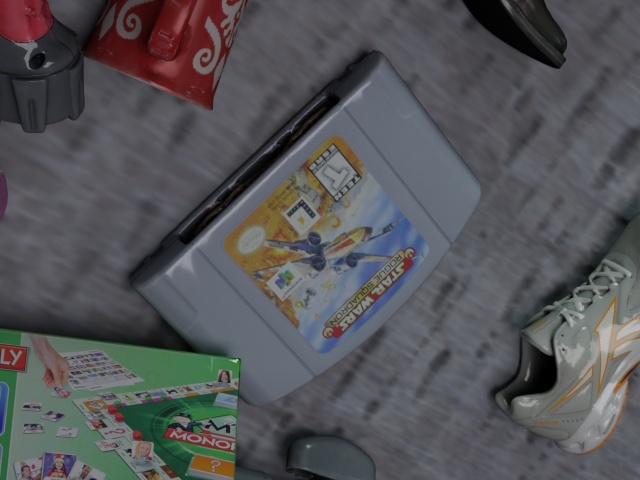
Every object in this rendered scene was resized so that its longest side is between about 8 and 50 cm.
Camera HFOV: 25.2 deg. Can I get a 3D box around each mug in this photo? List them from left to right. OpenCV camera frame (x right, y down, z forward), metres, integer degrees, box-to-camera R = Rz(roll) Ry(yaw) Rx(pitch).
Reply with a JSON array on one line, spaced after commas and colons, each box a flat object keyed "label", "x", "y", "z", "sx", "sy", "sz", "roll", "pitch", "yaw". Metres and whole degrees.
[{"label": "mug", "x": -0.095, "y": -0.197, "z": 1.115, "sx": 0.113, "sy": 0.150, "sz": 0.169, "roll": 22, "pitch": 93, "yaw": -37}]

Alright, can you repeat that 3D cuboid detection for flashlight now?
[{"label": "flashlight", "x": -0.208, "y": -0.209, "z": 1.011, "sx": 0.103, "sy": 0.103, "sz": 0.304, "roll": -17, "pitch": 140, "yaw": -19}]

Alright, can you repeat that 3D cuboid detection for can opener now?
[{"label": "can opener", "x": -0.075, "y": 0.211, "z": 1.315, "sx": 0.283, "sy": 0.076, "sz": 0.095, "roll": 18, "pitch": 67, "yaw": -28}]

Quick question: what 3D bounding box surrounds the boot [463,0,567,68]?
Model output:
[{"label": "boot", "x": 0.205, "y": -0.306, "z": 1.244, "sx": 0.229, "sy": 0.091, "sz": 0.263, "roll": -42, "pitch": 117, "yaw": -6}]

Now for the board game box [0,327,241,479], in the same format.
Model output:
[{"label": "board game box", "x": -0.224, "y": 0.182, "z": 1.147, "sx": 0.317, "sy": 0.046, "sz": 0.213, "roll": 9, "pitch": 67, "yaw": -18}]

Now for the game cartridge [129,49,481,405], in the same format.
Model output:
[{"label": "game cartridge", "x": 0.000, "y": 0.000, "z": 1.276, "sx": 0.297, "sy": 0.062, "sz": 0.198, "roll": -44, "pitch": 115, "yaw": -6}]

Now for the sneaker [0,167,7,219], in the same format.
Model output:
[{"label": "sneaker", "x": -0.323, "y": -0.100, "z": 1.062, "sx": 0.095, "sy": 0.104, "sz": 0.236, "roll": -52, "pitch": 137, "yaw": -47}]

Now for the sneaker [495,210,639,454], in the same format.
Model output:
[{"label": "sneaker", "x": 0.265, "y": 0.081, "z": 1.402, "sx": 0.121, "sy": 0.099, "sz": 0.262, "roll": 21, "pitch": 96, "yaw": -24}]
